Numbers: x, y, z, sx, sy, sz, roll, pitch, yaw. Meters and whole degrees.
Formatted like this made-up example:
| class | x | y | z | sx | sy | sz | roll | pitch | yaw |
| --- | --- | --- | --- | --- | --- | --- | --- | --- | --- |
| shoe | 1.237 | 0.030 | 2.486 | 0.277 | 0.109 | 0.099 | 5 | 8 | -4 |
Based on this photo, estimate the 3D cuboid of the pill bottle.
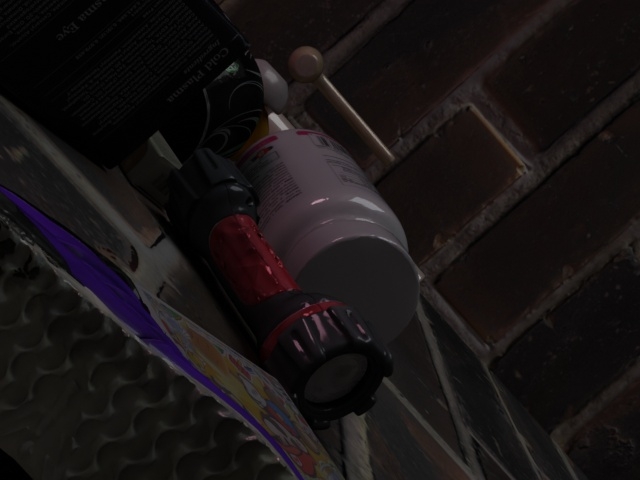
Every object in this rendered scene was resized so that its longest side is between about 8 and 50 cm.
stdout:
| class | x | y | z | sx | sy | sz | roll | pitch | yaw |
| --- | --- | --- | --- | --- | --- | --- | --- | --- | --- |
| pill bottle | 0.000 | 0.000 | 1.610 | 0.160 | 0.160 | 0.283 | 46 | 6 | -27 |

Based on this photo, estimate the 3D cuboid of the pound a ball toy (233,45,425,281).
| class | x | y | z | sx | sy | sz | roll | pitch | yaw |
| --- | --- | --- | --- | --- | --- | --- | --- | --- | --- |
| pound a ball toy | 0.007 | -0.061 | 1.846 | 0.319 | 0.208 | 0.136 | 49 | 5 | 3 |

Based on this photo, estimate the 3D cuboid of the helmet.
| class | x | y | z | sx | sy | sz | roll | pitch | yaw |
| --- | --- | --- | --- | --- | --- | --- | --- | --- | --- |
| helmet | -0.140 | -0.149 | 1.609 | 0.169 | 0.169 | 0.161 | 49 | 27 | 4 |

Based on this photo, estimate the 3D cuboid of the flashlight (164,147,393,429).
| class | x | y | z | sx | sy | sz | roll | pitch | yaw |
| --- | --- | --- | --- | --- | --- | --- | --- | --- | --- |
| flashlight | -0.048 | 0.030 | 1.331 | 0.103 | 0.103 | 0.304 | 38 | 12 | -47 |

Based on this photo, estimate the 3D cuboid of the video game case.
| class | x | y | z | sx | sy | sz | roll | pitch | yaw |
| --- | --- | --- | --- | --- | --- | --- | --- | --- | --- |
| video game case | -0.044 | 0.132 | 1.026 | 0.206 | 0.026 | 0.227 | 53 | 7 | 38 |

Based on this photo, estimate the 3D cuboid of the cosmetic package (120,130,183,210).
| class | x | y | z | sx | sy | sz | roll | pitch | yaw |
| --- | --- | --- | --- | --- | --- | --- | --- | --- | --- |
| cosmetic package | -0.173 | -0.087 | 1.474 | 0.060 | 0.041 | 0.115 | 42 | 8 | -46 |

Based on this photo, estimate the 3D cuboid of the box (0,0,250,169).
| class | x | y | z | sx | sy | sz | roll | pitch | yaw |
| --- | --- | --- | --- | --- | --- | --- | --- | --- | --- |
| box | -0.273 | -0.282 | 1.321 | 0.343 | 0.179 | 0.312 | 52 | 6 | 33 |

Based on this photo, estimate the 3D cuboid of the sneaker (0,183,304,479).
| class | x | y | z | sx | sy | sz | roll | pitch | yaw |
| --- | --- | --- | --- | --- | --- | --- | --- | --- | --- |
| sneaker | -0.091 | 0.071 | 0.671 | 0.293 | 0.102 | 0.146 | 48 | 5 | -4 |

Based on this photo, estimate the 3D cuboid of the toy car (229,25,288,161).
| class | x | y | z | sx | sy | sz | roll | pitch | yaw |
| --- | --- | --- | --- | --- | --- | --- | --- | --- | --- |
| toy car | -0.133 | -0.171 | 1.762 | 0.182 | 0.159 | 0.136 | 47 | 5 | -6 |
